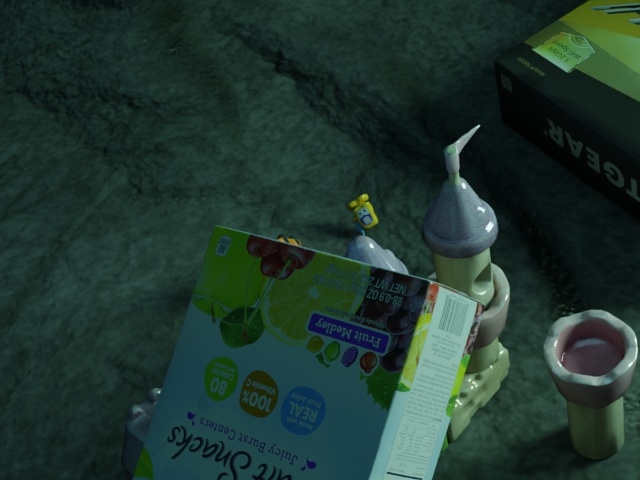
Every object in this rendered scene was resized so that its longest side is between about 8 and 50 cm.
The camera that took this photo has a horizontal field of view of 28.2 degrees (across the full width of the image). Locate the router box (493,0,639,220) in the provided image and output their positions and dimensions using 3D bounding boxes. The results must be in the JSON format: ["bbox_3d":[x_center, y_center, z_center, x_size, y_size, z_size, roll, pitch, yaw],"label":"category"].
[{"bbox_3d":[0.347,-0.126,1.144,0.243,0.081,0.309,-33,48,-15],"label":"router box"}]

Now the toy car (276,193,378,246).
[{"bbox_3d":[0.000,0.000,1.144,0.122,0.060,0.040,-30,79,-4],"label":"toy car"}]

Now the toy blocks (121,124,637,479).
[{"bbox_3d":[0.025,0.090,0.910,0.309,0.260,0.288,28,61,34],"label":"toy blocks"}]

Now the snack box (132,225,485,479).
[{"bbox_3d":[-0.016,0.110,0.763,0.174,0.070,0.207,13,85,40],"label":"snack box"}]
